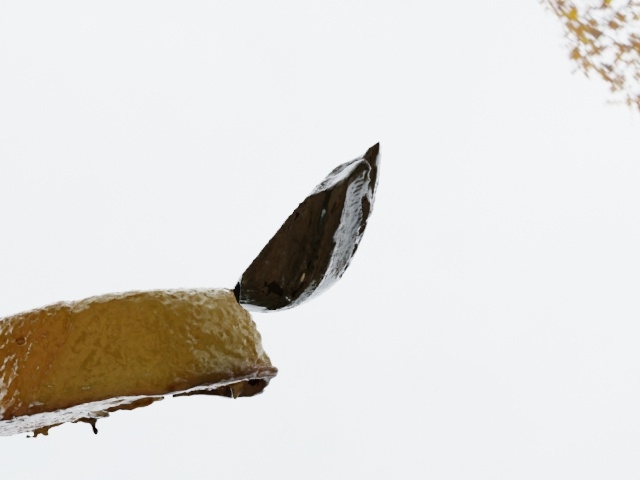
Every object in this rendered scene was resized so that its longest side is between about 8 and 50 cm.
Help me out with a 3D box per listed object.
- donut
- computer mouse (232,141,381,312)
[{"bbox_3d":[-0.178,0.097,0.979,0.259,0.152,0.101,-11,-98,21],"label":"donut"},{"bbox_3d":[0.000,0.000,0.746,0.047,0.079,0.135,39,-58,1],"label":"computer mouse"}]
